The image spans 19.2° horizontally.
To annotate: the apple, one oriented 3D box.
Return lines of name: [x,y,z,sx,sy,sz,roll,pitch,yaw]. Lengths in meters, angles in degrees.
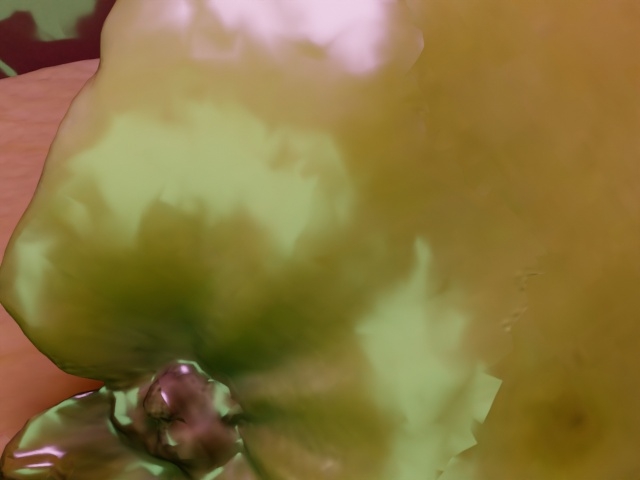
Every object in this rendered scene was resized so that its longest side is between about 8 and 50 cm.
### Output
apple: [0.008,0.018,0.496,0.295,0.258,0.233,-34,102,25]

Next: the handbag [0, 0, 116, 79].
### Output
handbag: [0.030,-0.039,0.656,0.260,0.084,0.276,-23,106,22]
